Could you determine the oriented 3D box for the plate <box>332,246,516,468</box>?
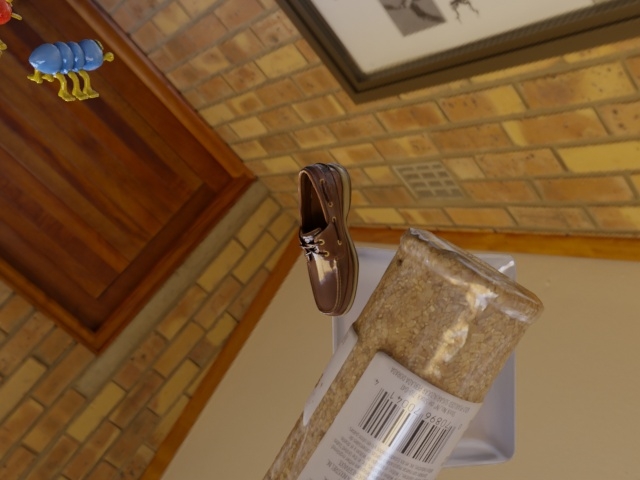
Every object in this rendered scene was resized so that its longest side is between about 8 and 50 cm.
[{"bbox_3d":[0.131,0.152,0.809,0.045,0.277,0.278,172,-80,-65],"label":"plate"}]

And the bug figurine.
[{"bbox_3d":[-0.398,-0.238,0.740,0.279,0.072,0.216,29,-145,25],"label":"bug figurine"}]

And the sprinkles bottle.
[{"bbox_3d":[0.033,0.168,0.499,0.355,0.121,0.121,-60,-157,7],"label":"sprinkles bottle"}]

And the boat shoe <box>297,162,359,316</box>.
[{"bbox_3d":[0.000,0.000,0.716,0.064,0.177,0.060,-4,180,41],"label":"boat shoe"}]
